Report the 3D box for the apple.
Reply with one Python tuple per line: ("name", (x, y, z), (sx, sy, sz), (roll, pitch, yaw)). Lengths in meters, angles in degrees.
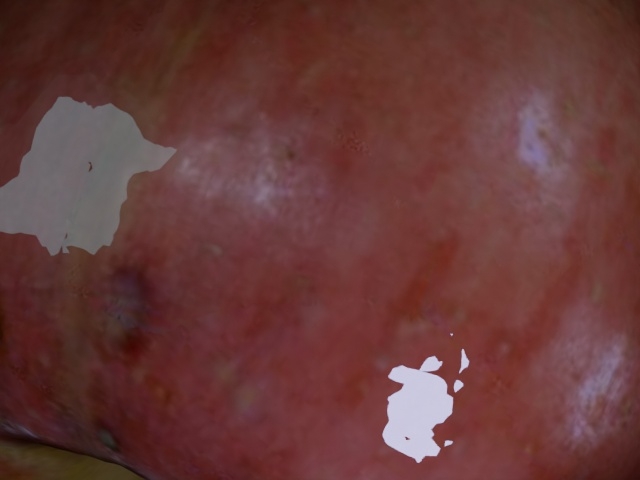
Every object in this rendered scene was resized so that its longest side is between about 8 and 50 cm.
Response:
("apple", (0.000, 0.000, 0.705), (0.364, 0.364, 0.364), (-36, 37, 34))
